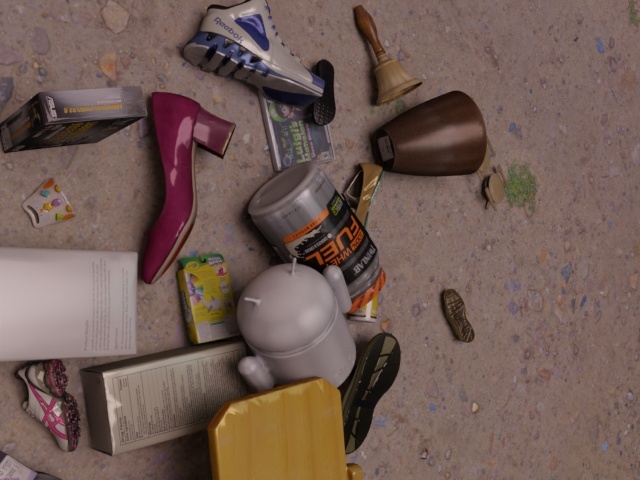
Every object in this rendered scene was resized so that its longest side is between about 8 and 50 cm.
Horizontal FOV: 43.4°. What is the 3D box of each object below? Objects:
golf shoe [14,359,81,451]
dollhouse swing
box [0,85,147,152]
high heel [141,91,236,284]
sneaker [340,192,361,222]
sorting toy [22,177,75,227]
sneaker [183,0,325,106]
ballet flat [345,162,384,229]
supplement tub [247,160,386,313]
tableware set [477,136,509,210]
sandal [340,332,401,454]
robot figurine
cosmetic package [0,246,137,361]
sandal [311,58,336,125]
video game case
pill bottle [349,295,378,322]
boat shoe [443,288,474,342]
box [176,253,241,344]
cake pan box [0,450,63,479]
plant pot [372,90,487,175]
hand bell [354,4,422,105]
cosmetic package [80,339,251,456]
[{"bbox_3d":[-0.490,0.302,1.460,0.086,0.067,0.186,-12,107,1],"label":"golf shoe"},{"bbox_3d":[-0.131,0.457,1.595,0.347,0.315,0.304,-9,81,-38],"label":"dollhouse swing"},{"bbox_3d":[-0.440,-0.211,1.418,0.183,0.231,0.056,-12,91,-39],"label":"box"},{"bbox_3d":[-0.321,-0.108,1.610,0.181,0.127,0.377,23,75,-4],"label":"high heel"},{"bbox_3d":[0.024,-0.098,1.859,0.051,0.089,0.170,-37,110,-33],"label":"sneaker"},{"bbox_3d":[-0.504,-0.062,1.485,0.075,0.045,0.083,-31,107,-15],"label":"sorting toy"},{"bbox_3d":[-0.122,-0.424,1.731,0.316,0.127,0.182,20,74,-25],"label":"sneaker"},{"bbox_3d":[0.087,-0.082,1.932,0.073,0.080,0.232,21,70,-6],"label":"ballet flat"},{"bbox_3d":[0.000,0.000,1.769,0.193,0.194,0.316,-50,116,-29],"label":"supplement tub"},{"bbox_3d":[0.457,-0.185,2.236,0.194,0.039,0.128,60,44,-25],"label":"tableware set"},{"bbox_3d":[0.089,0.350,1.891,0.120,0.086,0.302,30,84,-38],"label":"sandal"},{"bbox_3d":[-0.046,0.184,1.633,0.300,0.200,0.353,-50,141,-24],"label":"robot figurine"},{"bbox_3d":[-0.512,0.109,1.388,0.366,0.155,0.196,5,84,-37],"label":"cosmetic package"},{"bbox_3d":[0.002,-0.338,1.870,0.067,0.040,0.179,27,56,-39],"label":"sandal"},{"bbox_3d":[-0.052,-0.264,1.854,0.173,0.022,0.190,-15,96,-37],"label":"video game case"},{"bbox_3d":[0.107,0.136,1.923,0.065,0.065,0.116,13,80,-37],"label":"pill bottle"},{"bbox_3d":[0.359,0.200,2.135,0.056,0.048,0.153,-30,99,-23],"label":"boat shoe"},{"bbox_3d":[-0.234,0.119,1.661,0.105,0.043,0.179,-6,82,-38],"label":"box"},{"bbox_3d":[-0.535,0.533,1.398,0.245,0.070,0.267,48,60,-28],"label":"cake pan box"},{"bbox_3d":[0.255,-0.247,1.995,0.230,0.215,0.215,-14,96,-24],"label":"plant pot"},{"bbox_3d":[0.143,-0.468,1.989,0.126,0.126,0.242,-27,90,-36],"label":"hand bell"},{"bbox_3d":[-0.293,0.298,1.572,0.309,0.113,0.160,-6,90,-37],"label":"cosmetic package"}]
